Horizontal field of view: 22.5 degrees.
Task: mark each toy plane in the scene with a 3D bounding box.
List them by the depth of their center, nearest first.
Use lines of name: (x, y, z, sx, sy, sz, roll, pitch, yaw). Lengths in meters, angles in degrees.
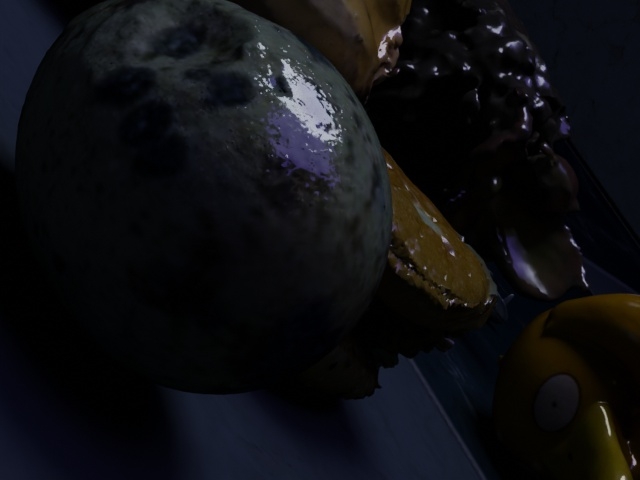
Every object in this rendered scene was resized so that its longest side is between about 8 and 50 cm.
toy plane: (0.130, 0.037, 1.314, 0.083, 0.031, 0.078, 44, 3, -26)

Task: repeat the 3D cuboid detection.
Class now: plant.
plant: (0.089, -0.086, 1.187, 0.204, 0.178, 0.234, 56, 18, -45)

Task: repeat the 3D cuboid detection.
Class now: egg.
egg: (-0.048, -0.024, 0.626, 0.141, 0.141, 0.182, 37, 15, -50)

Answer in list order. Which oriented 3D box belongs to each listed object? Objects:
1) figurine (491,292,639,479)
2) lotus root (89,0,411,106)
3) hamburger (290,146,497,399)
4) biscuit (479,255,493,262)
figurine: (0.230, 0.140, 1.054, 0.228, 0.215, 0.215, 6, 27, -9)
lotus root: (-0.088, -0.205, 0.918, 0.342, 0.151, 0.169, 43, 51, -6)
hamburger: (0.000, 0.000, 0.825, 0.177, 0.113, 0.185, 48, 6, 1)
biscuit: (0.140, -0.113, 1.434, 0.165, 0.036, 0.250, 61, 24, -71)
